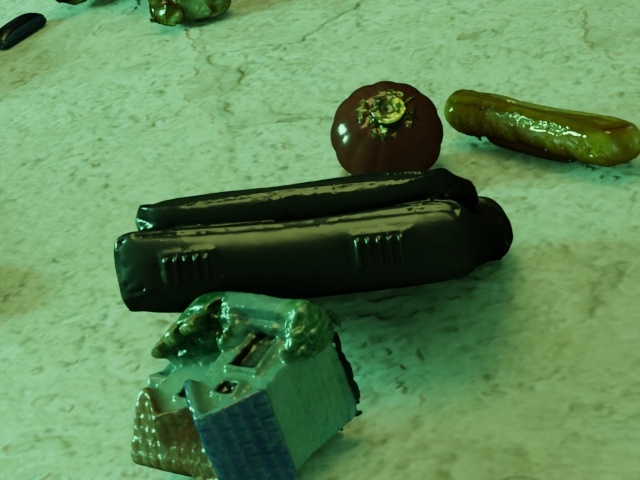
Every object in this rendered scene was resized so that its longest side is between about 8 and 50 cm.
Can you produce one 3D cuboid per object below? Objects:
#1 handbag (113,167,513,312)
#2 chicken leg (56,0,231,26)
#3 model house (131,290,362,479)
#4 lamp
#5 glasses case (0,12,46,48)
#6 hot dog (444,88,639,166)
[{"bbox_3d":[0.000,0.000,1.327,0.275,0.088,0.244,-9,-2,13],"label":"handbag"},{"bbox_3d":[-0.252,-0.357,2.170,0.211,0.140,0.361,-35,39,9],"label":"chicken leg"},{"bbox_3d":[-0.069,0.122,1.180,0.148,0.119,0.148,5,40,34],"label":"model house"},{"bbox_3d":[0.059,-0.094,1.559,0.101,0.090,0.101,0,61,0],"label":"lamp"},{"bbox_3d":[-0.375,-0.261,2.159,0.033,0.023,0.083,8,33,32],"label":"glasses case"},{"bbox_3d":[0.197,-0.097,1.546,0.066,0.047,0.216,-16,22,-39],"label":"hot dog"}]
